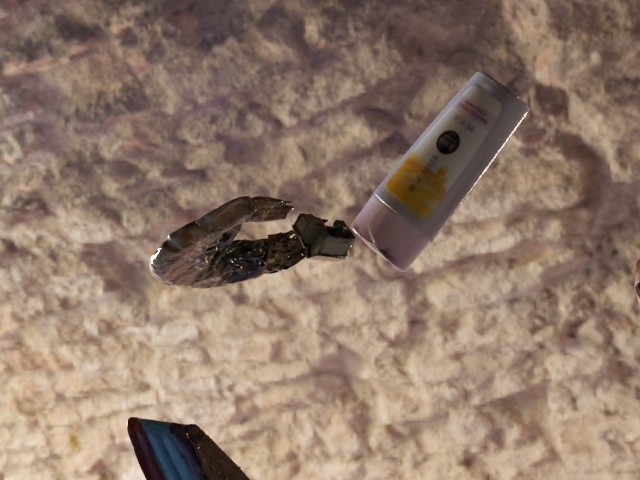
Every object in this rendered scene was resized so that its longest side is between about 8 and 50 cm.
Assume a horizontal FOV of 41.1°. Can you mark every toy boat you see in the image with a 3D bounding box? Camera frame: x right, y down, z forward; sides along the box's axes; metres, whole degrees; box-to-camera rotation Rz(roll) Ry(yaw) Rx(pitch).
[{"bbox_3d":[-0.107,0.353,1.055,0.079,0.136,0.392,-13,-60,28],"label":"toy boat"}]

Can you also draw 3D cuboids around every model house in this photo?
[{"bbox_3d":[0.000,0.000,1.261,0.083,0.057,0.058,5,-54,-38],"label":"model house"}]

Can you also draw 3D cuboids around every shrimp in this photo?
[{"bbox_3d":[-0.121,0.000,1.448,0.365,0.071,0.233,-7,-32,-43],"label":"shrimp"}]

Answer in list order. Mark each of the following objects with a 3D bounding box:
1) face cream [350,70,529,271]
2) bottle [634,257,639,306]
[{"bbox_3d":[0.156,-0.089,1.119,0.269,0.107,0.073,-52,-34,8],"label":"face cream"},{"bbox_3d":[0.500,0.070,0.911,0.297,0.173,0.206,-7,-54,26],"label":"bottle"}]
